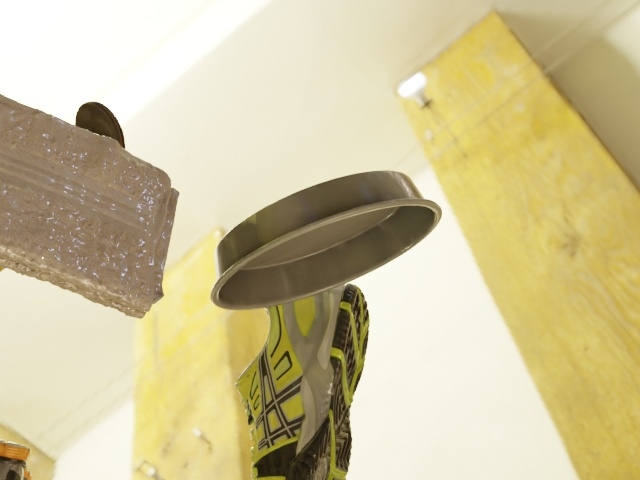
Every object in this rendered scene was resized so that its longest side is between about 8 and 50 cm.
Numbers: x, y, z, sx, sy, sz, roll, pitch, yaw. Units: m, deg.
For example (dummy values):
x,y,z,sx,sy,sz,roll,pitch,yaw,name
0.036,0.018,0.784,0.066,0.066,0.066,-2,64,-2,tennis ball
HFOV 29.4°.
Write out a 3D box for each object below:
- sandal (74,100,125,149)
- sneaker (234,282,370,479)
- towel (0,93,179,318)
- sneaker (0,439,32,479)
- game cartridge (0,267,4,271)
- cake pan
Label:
x,y,z,sx,sy,sz,roll,pitch,yaw,name
-0.325,-0.090,1.693,0.090,0.060,0.219,1,-99,33,sandal
-0.039,0.240,1.622,0.147,0.145,0.384,7,-108,21,sneaker
-0.285,-0.041,1.307,0.049,0.282,0.187,-36,-140,46,towel
-0.436,0.331,1.635,0.215,0.084,0.083,115,-16,-62,sneaker
-0.581,0.002,1.630,0.323,0.285,0.052,-49,158,-55,game cartridge
0.000,0.000,1.447,0.293,0.293,0.054,-30,-108,26,cake pan
